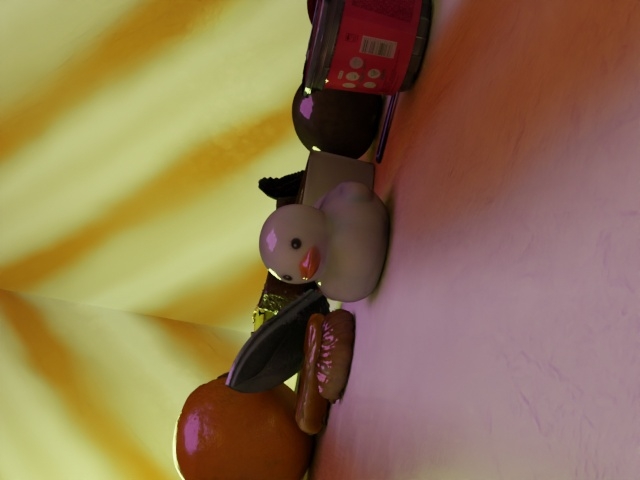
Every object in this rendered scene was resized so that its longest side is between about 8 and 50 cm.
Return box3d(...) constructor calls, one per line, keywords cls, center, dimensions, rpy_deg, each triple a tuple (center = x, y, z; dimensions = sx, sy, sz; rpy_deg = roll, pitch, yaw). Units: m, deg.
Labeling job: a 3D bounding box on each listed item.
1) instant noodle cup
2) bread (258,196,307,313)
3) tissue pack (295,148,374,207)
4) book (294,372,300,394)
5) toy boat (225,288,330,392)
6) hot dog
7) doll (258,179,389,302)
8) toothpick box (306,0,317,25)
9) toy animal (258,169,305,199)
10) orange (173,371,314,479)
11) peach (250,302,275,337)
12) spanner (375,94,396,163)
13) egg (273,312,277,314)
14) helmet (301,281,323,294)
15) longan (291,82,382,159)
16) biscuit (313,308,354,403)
box3d(cls="instant noodle cup", center=(0.079, -0.350, 1.347), dimensions=(0.302, 0.181, 0.258), rpy_deg=(133, 148, -79))
box3d(cls="bread", center=(-0.058, 0.021, 2.173), dimensions=(0.113, 0.165, 0.416), rpy_deg=(114, 167, -46))
box3d(cls="tissue pack", center=(0.016, -0.049, 1.665), dimensions=(0.246, 0.136, 0.159), rpy_deg=(110, 169, -58))
box3d(cls="book", center=(-0.034, 0.323, 2.070), dimensions=(0.310, 0.021, 0.217), rpy_deg=(124, 156, -77))
box3d(cls="toy boat", center=(-0.085, 0.221, 1.670), dimensions=(0.319, 0.092, 0.141), rpy_deg=(-33, -55, -47))
box3d(cls="hot dog", center=(-0.006, 0.267, 1.626), dimensions=(0.109, 0.072, 0.269), rpy_deg=(-127, 46, -80))
box3d(cls="doll", center=(0.000, 0.000, 1.355), dimensions=(0.251, 0.221, 0.221), rpy_deg=(-89, 11, -62))
box3d(cls="toothpick box", center=(0.078, -0.519, 1.596), dimensions=(0.333, 0.204, 0.204), rpy_deg=(-88, 10, -58))
box3d(cls="toy animal", center=(0.009, -0.162, 2.155), dimensions=(0.272, 0.197, 0.160), rpy_deg=(-21, 24, 32))
box3d(cls="orange", center=(-0.167, 0.429, 1.740), dimensions=(0.312, 0.312, 0.312), rpy_deg=(-169, 90, -85))
box3d(cls="peach", center=(-0.133, 0.308, 2.424), dimensions=(0.159, 0.154, 0.267), rpy_deg=(-142, 57, -74))
box3d(cls="spanner", center=(0.130, -0.239, 1.499), dimensions=(0.046, 0.012, 0.208), rpy_deg=(-91, 13, -61))
box3d(cls="egg", center=(-0.074, 0.155, 2.229), dimensions=(0.172, 0.132, 0.132), rpy_deg=(-52, -24, -68))
box3d(cls="helmet", center=(-0.002, 0.124, 1.980), dimensions=(0.065, 0.049, 0.084), rpy_deg=(-48, 21, -25))
box3d(cls="longan", center=(0.032, -0.269, 1.687), dimensions=(0.198, 0.198, 0.212), rpy_deg=(-87, 10, -54))
box3d(cls="biscuit", center=(0.025, 0.202, 1.495), dimensions=(0.118, 0.061, 0.183), rpy_deg=(112, 168, -58))
